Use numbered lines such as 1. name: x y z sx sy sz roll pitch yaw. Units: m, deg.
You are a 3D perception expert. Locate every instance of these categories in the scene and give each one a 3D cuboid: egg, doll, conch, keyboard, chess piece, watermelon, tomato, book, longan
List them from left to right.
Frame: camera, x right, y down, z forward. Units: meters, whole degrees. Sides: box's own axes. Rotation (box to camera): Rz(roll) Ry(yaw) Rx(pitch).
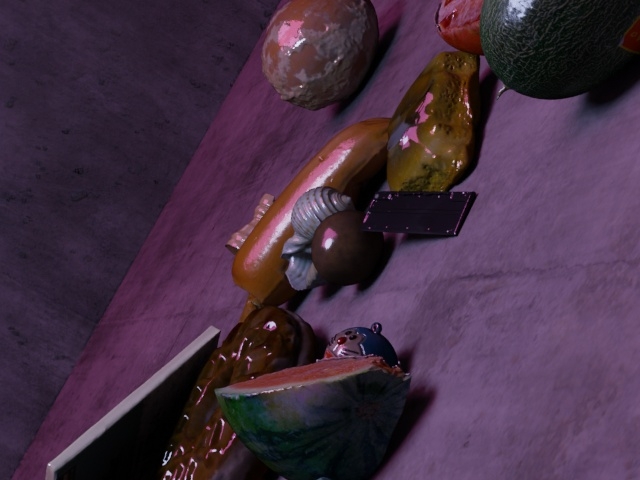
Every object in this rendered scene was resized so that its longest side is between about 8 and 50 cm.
1. book: -0.277 0.307 2.050 0.379 0.031 0.264 -41 -26 -46
2. chess piece: -0.111 -0.022 2.573 0.122 0.066 0.066 -56 13 -14
3. watermelon: -0.006 0.215 1.574 0.128 0.146 0.231 -19 7 -41
4. egg: 0.002 -0.352 2.582 0.245 0.203 0.203 -54 15 2
5. conch: 0.007 -0.001 2.051 0.135 0.102 0.153 -101 19 -45
6. longan: 0.039 0.012 1.941 0.106 0.106 0.119 -61 -27 -9
7. doll: 0.037 0.162 1.654 0.114 0.085 0.152 41 110 52
8. keyboard: 0.120 -0.036 1.816 0.198 0.010 0.064 4 64 55
9. tomato: 0.259 -0.330 1.875 0.237 0.095 0.237 -44 22 23

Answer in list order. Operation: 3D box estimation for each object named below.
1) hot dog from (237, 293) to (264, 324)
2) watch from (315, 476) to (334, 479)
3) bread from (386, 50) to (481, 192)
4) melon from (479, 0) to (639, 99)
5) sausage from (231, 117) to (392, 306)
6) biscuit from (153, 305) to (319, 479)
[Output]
1. hot dog: -0.103 0.124 2.264 0.216 0.047 0.066 -74 -16 -49
2. watch: -0.016 0.350 1.488 0.195 0.068 0.237 -59 18 9
3. bread: 0.148 -0.151 1.915 0.160 0.088 0.233 -38 27 42
4. melon: 0.274 -0.261 1.524 0.288 0.182 0.182 -49 17 27
5. sausage: 0.001 -0.059 2.167 0.354 0.116 0.134 -52 -11 8
6. biscuit: -0.116 0.242 1.960 0.332 0.103 0.332 -52 15 20
